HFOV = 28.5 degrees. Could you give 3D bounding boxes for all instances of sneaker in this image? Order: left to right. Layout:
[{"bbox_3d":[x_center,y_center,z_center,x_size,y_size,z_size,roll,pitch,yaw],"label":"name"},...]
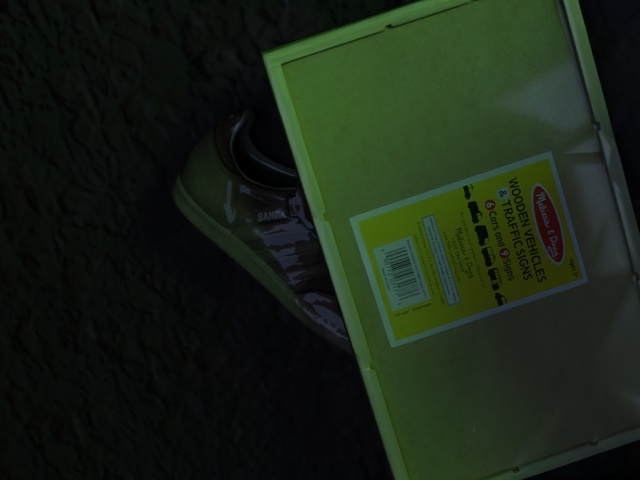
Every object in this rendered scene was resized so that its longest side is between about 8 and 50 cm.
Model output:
[{"bbox_3d":[0.000,0.000,0.730,0.188,0.066,0.071,36,113,4],"label":"sneaker"}]

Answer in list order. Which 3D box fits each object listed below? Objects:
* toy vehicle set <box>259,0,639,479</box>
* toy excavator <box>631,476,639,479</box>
[{"bbox_3d":[0.085,0.000,0.683,0.166,0.035,0.267,-17,101,-2],"label":"toy vehicle set"},{"bbox_3d":[0.081,0.393,0.775,0.445,0.222,0.433,-19,100,37],"label":"toy excavator"}]
